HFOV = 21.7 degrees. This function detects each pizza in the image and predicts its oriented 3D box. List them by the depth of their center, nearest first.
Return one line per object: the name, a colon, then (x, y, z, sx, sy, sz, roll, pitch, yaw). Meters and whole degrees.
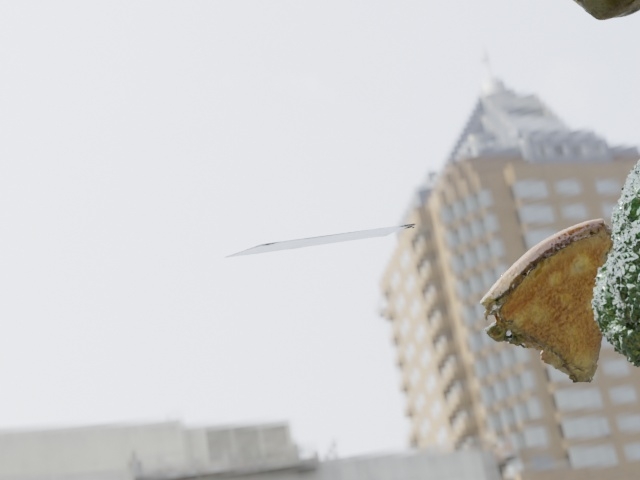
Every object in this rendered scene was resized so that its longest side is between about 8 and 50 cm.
pizza: (0.262, 0.079, 1.829, 0.185, 0.052, 0.195, -31, -56, -14)

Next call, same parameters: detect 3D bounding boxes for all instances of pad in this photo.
pad: (0.000, 0.000, 1.851, 0.193, 0.004, 0.116, -7, 5, 21)

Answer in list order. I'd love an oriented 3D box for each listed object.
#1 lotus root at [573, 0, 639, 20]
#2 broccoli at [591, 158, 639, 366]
lotus root: (0.348, -0.341, 1.782, 0.124, 0.123, 0.241, 13, -52, -31)
broccoli: (0.382, 0.014, 1.415, 0.283, 0.304, 0.321, 24, -55, -13)
